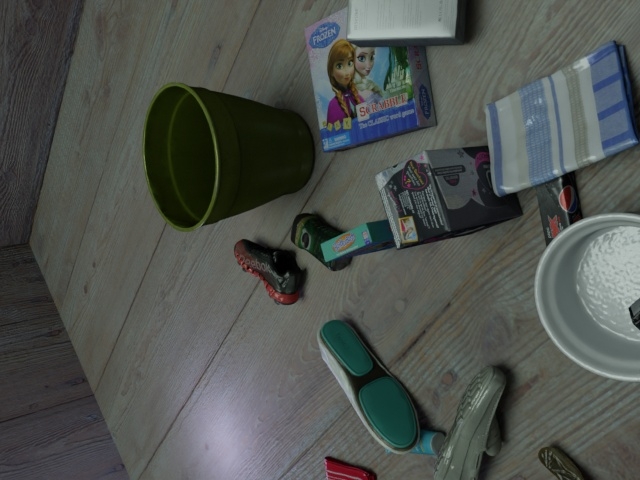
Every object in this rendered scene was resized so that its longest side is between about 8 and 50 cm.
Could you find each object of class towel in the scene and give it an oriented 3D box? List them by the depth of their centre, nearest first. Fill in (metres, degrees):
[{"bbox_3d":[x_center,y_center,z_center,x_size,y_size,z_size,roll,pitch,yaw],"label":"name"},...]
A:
[{"bbox_3d":[0.421,-0.213,1.185,0.285,0.034,0.209,-22,60,48],"label":"towel"},{"bbox_3d":[0.089,0.751,1.820,0.199,0.031,0.274,-1,97,50],"label":"towel"}]

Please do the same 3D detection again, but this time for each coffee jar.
[{"bbox_3d":[0.000,0.000,1.727,0.184,0.079,0.096,34,124,39],"label":"coffee jar"}]

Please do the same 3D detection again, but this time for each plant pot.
[{"bbox_3d":[-0.221,-0.226,1.723,0.367,0.353,0.366,14,108,47],"label":"plant pot"}]

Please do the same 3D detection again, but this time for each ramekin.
[{"bbox_3d":[0.514,0.081,1.087,0.277,0.135,0.276,10,107,37],"label":"ramekin"}]

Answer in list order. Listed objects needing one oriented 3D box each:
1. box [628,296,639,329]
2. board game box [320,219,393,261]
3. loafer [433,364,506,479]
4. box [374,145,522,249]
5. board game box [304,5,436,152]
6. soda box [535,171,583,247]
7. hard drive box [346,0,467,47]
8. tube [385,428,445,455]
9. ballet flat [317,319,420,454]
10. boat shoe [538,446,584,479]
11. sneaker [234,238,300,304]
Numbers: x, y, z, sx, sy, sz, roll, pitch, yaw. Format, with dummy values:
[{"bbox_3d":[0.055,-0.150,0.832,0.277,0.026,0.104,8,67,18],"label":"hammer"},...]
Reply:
[{"bbox_3d":[0.644,0.103,0.890,0.295,0.073,0.293,44,114,7],"label":"box"},{"bbox_3d":[0.130,-0.008,1.476,0.160,0.210,0.047,-25,79,48],"label":"board game box"},{"bbox_3d":[0.342,0.413,1.418,0.112,0.112,0.319,19,116,7],"label":"loafer"},{"bbox_3d":[0.255,-0.090,1.287,0.142,0.247,0.163,-23,81,47],"label":"box"},{"bbox_3d":[0.107,-0.390,1.532,0.319,0.066,0.317,-8,91,49],"label":"board game box"},{"bbox_3d":[0.445,-0.075,1.222,0.060,0.053,0.168,-11,90,49],"label":"soda box"},{"bbox_3d":[0.178,-0.495,1.339,0.232,0.089,0.180,7,98,23],"label":"hard drive box"},{"bbox_3d":[0.221,0.490,1.607,0.207,0.052,0.080,-18,74,55],"label":"tube"},{"bbox_3d":[0.116,0.376,1.656,0.400,0.139,0.139,54,133,33],"label":"ballet flat"},{"bbox_3d":[0.491,0.461,1.287,0.135,0.045,0.050,54,125,32],"label":"boat shoe"},{"bbox_3d":[-0.149,0.062,1.897,0.276,0.098,0.135,42,127,33],"label":"sneaker"}]
